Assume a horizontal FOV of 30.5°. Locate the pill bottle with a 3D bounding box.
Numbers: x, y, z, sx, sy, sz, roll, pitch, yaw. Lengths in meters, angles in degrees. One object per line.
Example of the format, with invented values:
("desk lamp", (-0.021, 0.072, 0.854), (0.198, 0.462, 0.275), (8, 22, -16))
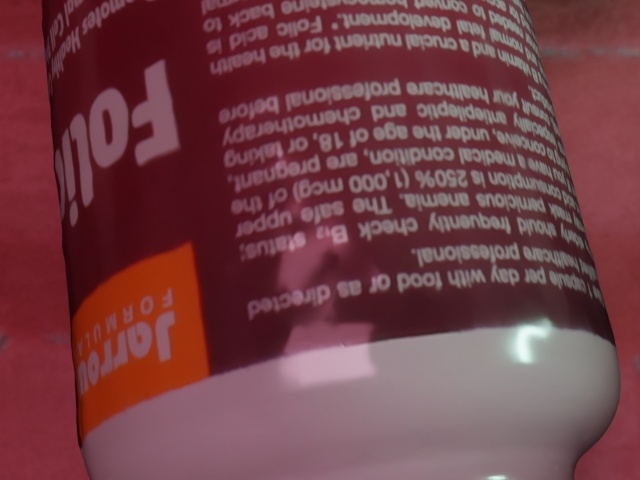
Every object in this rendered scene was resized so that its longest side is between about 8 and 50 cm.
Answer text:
("pill bottle", (0.000, 0.000, 0.514), (0.224, 0.224, 0.392), (-11, 70, 4))
